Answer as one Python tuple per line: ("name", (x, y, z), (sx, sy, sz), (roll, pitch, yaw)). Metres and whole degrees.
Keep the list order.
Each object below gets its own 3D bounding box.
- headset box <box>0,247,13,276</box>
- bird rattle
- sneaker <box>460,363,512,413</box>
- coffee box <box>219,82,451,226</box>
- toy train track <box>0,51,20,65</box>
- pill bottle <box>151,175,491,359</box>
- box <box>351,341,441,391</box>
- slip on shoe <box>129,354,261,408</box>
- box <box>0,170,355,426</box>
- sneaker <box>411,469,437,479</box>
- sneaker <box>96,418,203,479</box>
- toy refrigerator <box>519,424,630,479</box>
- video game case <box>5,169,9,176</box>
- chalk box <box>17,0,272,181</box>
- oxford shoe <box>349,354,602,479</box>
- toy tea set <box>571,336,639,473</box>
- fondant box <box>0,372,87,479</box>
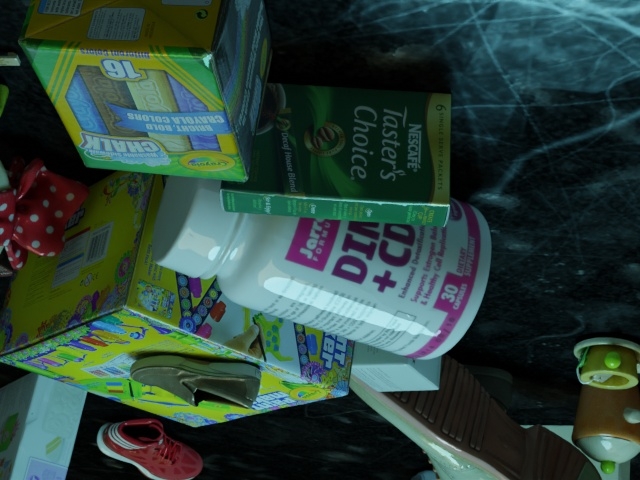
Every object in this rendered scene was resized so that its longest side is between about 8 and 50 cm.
("headset box", (-0.371, 0.000, 1.255), (0.032, 0.062, 0.083), (-5, 151, 30))
("bird rattle", (-0.347, -0.036, 1.027), (0.143, 0.207, 0.253), (20, 151, 21))
("sneaker", (0.168, 0.208, 1.506), (0.188, 0.071, 0.066), (0, 154, 17))
("coffee box", (0.016, -0.073, 0.897), (0.184, 0.113, 0.040), (5, 152, 2))
("toy train track", (-0.301, -0.160, 0.949), (0.083, 0.014, 0.048), (1, 149, 7))
("pill bottle", (0.000, 0.000, 1.010), (0.283, 0.160, 0.160), (18, 154, -20))
("box", (0.089, 0.118, 1.304), (0.087, 0.101, 0.102), (-6, 153, 28))
("slip on shoe", (-0.127, 0.144, 1.087), (0.135, 0.041, 0.051), (4, 154, 8))
("box", (-0.155, 0.070, 1.195), (0.279, 0.177, 0.290), (27, 149, -33))
("sneaker", (0.282, 0.529, 2.089), (0.210, 0.137, 0.366), (-2, 148, 24))
("sneaker", (-0.300, 0.397, 2.057), (0.221, 0.087, 0.128), (22, 154, -28))
("toy refrigerator", (0.343, 0.352, 1.721), (0.270, 0.102, 0.094), (-5, 152, 26))
("video game case", (-0.436, -0.074, 1.148), (0.183, 0.023, 0.201), (-9, 154, 33))
("chalk box", (-0.113, -0.131, 0.805), (0.132, 0.132, 0.213), (6, 154, 6))
("oxford shoe", (0.172, 0.268, 1.427), (0.397, 0.140, 0.146), (37, 130, -2))
("toy tea set", (0.409, 0.209, 1.362), (0.200, 0.124, 0.336), (1, 154, 18))
("fondant box", (-0.532, 0.372, 1.897), (0.096, 0.238, 0.330), (23, 152, -26))
